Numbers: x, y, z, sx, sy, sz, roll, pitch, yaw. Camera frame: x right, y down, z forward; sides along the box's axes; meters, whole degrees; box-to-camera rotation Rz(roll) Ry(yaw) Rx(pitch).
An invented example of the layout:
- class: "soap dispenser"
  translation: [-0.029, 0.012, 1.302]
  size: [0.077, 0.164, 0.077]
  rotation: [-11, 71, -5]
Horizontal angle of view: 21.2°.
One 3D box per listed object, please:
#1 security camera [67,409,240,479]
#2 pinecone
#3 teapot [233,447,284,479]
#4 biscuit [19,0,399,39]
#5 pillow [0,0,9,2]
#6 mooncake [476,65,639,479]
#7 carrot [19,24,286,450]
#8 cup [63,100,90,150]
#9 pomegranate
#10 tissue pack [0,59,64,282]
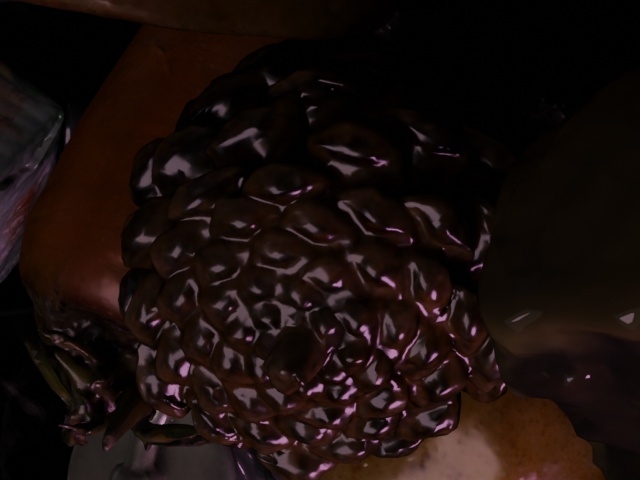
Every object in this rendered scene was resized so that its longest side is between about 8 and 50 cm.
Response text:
- class: "security camera"
  translation: [-0.125, 0.120, 1.325]
  size: [0.157, 0.080, 0.302]
  rotation: [13, 91, 26]
- class: "pinecone"
  translation: [0.004, -0.006, 0.956]
  size: [0.243, 0.257, 0.243]
  rotation: [4, 149, 2]
- class: "teapot"
  translation: [-0.077, 0.163, 1.406]
  size: [0.239, 0.149, 0.162]
  rotation: [5, 129, 36]
- class: "biscuit"
  translation: [-0.133, -0.186, 1.004]
  size: [0.367, 0.314, 0.063]
  rotation: [10, 109, -6]
- class: "pillow"
  translation: [-0.339, -0.276, 1.236]
  size: [0.335, 0.092, 0.161]
  rotation: [35, 137, 4]
- class: "mooncake"
  translation: [0.259, 0.092, 0.876]
  size: [0.246, 0.393, 0.394]
  rotation: [-3, 90, 41]
- class: "carrot"
  translation: [-0.093, 0.000, 1.159]
  size: [0.193, 0.331, 0.214]
  rotation: [2, 147, 50]
- class: "cup"
  translation: [-0.155, -0.072, 1.295]
  size: [0.077, 0.100, 0.078]
  rotation: [2, 129, -12]
- class: "pomegranate"
  translation: [0.110, 0.120, 1.137]
  size: [0.260, 0.260, 0.260]
  rotation: [22, 138, 21]
- class: "tissue pack"
  translation: [-0.361, -0.106, 1.369]
  size: [0.311, 0.128, 0.228]
  rotation: [36, 153, 4]
